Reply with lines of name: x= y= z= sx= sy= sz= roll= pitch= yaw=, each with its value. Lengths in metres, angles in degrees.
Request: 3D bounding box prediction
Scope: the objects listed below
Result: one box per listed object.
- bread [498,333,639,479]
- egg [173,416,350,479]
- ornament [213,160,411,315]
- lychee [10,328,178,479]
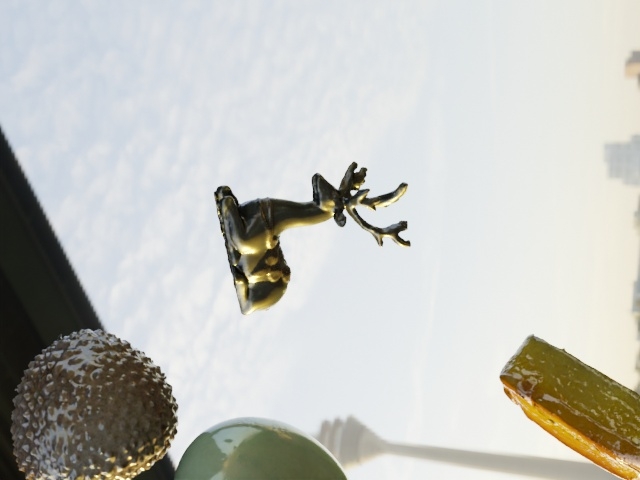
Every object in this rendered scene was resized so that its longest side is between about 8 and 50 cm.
bread: x=0.309 y=0.192 z=1.093 sx=0.094 sy=0.246 sz=0.102 roll=-54 pitch=-39 yaw=-8
egg: x=-0.084 y=0.440 z=1.598 sx=0.389 sy=0.276 sz=0.276 roll=52 pitch=-137 yaw=-38
ornament: x=0.000 y=0.000 z=1.223 sx=0.080 sy=0.236 sz=0.202 roll=-108 pitch=7 yaw=-49
lychee: x=-0.384 y=0.296 z=1.676 sx=0.300 sy=0.300 sz=0.299 roll=3 pitch=-90 yaw=-70
